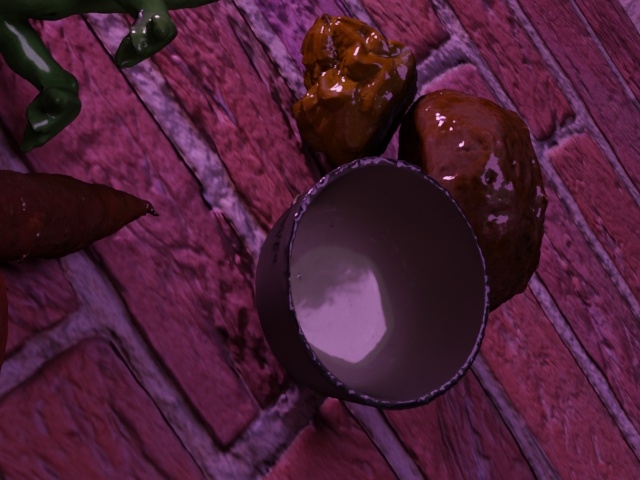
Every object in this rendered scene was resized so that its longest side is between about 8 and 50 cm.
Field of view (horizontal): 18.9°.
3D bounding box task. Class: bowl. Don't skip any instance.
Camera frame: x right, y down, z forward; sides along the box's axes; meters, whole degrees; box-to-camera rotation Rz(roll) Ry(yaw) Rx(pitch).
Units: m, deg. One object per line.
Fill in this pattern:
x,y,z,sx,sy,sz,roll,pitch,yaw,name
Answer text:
0.030,0.044,1.613,0.211,0.112,0.211,8,75,-32,bowl

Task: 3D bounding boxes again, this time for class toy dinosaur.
-0.262,-0.262,1.499,0.374,0.144,0.500,42,24,-6,toy dinosaur

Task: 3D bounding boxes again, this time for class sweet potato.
-0.201,-0.015,1.356,0.314,0.066,0.072,5,64,-64,sweet potato

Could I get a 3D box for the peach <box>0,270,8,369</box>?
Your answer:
-0.289,0.039,1.010,0.232,0.232,0.232,43,29,-31,peach

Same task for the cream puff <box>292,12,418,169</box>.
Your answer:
0.024,-0.144,1.864,0.116,0.146,0.146,33,23,9,cream puff

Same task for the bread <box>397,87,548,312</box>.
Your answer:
0.143,-0.035,1.844,0.230,0.123,0.230,177,-90,-83,bread

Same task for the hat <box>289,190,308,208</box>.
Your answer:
0.001,0.000,1.722,0.076,0.059,0.077,6,50,-41,hat
